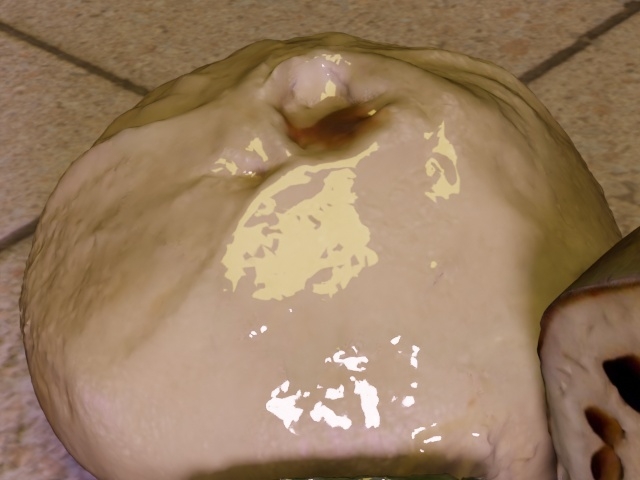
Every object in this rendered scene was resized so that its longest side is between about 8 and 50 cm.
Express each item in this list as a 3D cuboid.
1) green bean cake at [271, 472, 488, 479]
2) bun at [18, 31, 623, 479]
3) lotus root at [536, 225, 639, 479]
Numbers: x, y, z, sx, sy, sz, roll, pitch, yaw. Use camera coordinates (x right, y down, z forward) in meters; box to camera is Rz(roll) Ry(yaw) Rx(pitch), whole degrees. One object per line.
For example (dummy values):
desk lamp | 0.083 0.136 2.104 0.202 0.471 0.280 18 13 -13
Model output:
green bean cake | 0.010 0.190 0.758 0.181 0.094 0.173 -3 34 3
bun | 0.003 -0.003 0.947 0.364 0.202 0.364 -4 37 3
lotus root | 0.297 0.055 0.804 0.346 0.250 0.250 -17 36 -24
